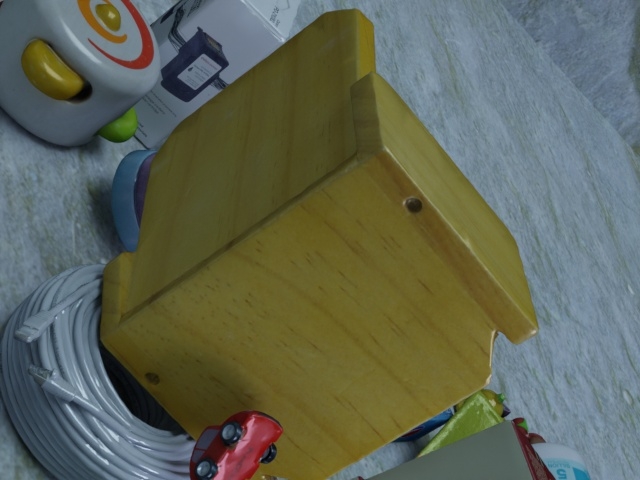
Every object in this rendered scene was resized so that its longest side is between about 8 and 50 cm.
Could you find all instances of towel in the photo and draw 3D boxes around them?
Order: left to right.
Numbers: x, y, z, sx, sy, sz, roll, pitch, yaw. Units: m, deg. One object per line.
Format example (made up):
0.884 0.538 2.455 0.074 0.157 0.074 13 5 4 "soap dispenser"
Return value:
0.175 0.296 1.809 0.102 0.021 0.237 54 49 -5 "towel"

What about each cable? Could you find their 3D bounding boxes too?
-0.197 0.145 1.382 0.257 0.089 0.257 50 25 -13 "cable"

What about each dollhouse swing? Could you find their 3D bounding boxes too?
0.000 0.000 1.391 0.315 0.347 0.305 49 25 -15 "dollhouse swing"

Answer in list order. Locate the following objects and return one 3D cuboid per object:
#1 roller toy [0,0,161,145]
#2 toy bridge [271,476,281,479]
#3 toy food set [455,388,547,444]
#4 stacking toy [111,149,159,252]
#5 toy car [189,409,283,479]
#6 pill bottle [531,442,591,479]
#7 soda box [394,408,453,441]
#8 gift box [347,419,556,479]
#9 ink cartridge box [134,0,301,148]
-0.284 -0.219 1.594 0.209 0.146 0.191 11 50 -55 "roller toy"
-0.043 0.250 1.589 0.063 0.026 0.188 35 32 -31 "toy bridge"
0.290 0.289 2.057 0.218 0.071 0.128 50 26 -11 "toy food set"
-0.141 -0.006 1.693 0.309 0.130 0.279 -39 120 -61 "stacking toy"
-0.153 0.265 1.283 0.225 0.239 0.053 -6 27 -35 "toy car"
0.313 0.413 1.864 0.146 0.146 0.264 32 34 -39 "pill bottle"
0.085 0.216 1.800 0.210 0.067 0.071 8 52 -57 "soda box"
0.161 0.385 1.529 0.276 0.258 0.255 55 15 -51 "gift box"
-0.147 -0.248 1.757 0.100 0.237 0.172 46 27 -19 "ink cartridge box"
